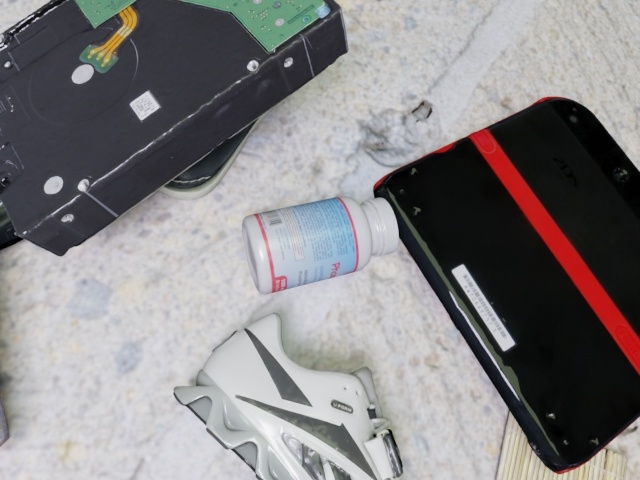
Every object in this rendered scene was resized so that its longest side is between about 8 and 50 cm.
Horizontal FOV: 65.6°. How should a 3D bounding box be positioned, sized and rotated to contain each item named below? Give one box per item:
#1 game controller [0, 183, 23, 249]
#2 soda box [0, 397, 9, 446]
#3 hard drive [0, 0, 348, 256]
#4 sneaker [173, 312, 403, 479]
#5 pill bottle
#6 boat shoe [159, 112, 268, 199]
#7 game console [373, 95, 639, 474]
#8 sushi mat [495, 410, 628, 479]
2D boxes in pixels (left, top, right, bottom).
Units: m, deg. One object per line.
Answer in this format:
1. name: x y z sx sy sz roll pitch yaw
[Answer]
1. game controller: -0.454 -0.020 0.492 0.319 0.067 0.167 -25 64 -18
2. soda box: -0.349 0.069 0.421 0.083 0.092 0.264 -11 92 -14
3. hard drive: -0.174 -0.174 0.489 0.339 0.064 0.237 -38 67 -4
4. sneaker: 0.030 0.202 0.467 0.330 0.122 0.146 43 71 5
5. pill bottle: 0.000 0.000 0.548 0.160 0.087 0.087 -13 74 -14
6. boat shoe: -0.104 -0.213 0.586 0.127 0.113 0.340 29 69 0
7. game console: 0.294 0.021 0.614 0.341 0.060 0.387 -28 77 -16
8. sushi mat: 0.232 0.353 0.510 0.151 0.019 0.317 21 69 -2
